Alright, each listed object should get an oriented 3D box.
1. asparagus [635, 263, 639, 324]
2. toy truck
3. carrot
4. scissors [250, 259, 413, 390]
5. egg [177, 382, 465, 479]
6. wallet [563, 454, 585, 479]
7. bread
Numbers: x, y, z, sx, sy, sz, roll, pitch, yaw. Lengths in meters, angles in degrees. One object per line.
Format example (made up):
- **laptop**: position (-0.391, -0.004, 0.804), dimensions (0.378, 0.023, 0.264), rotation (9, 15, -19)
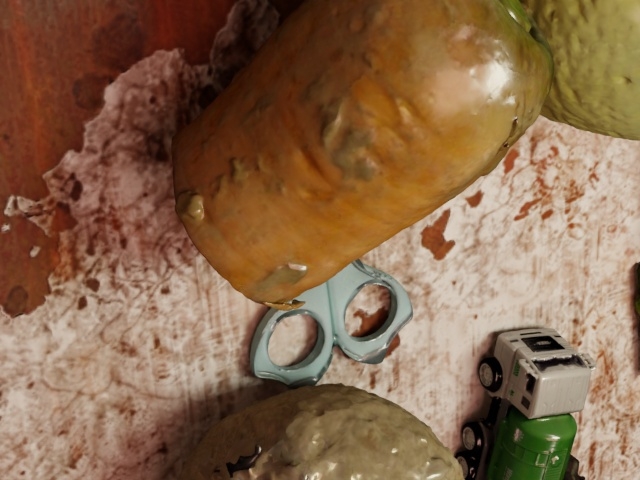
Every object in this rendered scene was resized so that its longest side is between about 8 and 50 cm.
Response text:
- **asparagus**: position (0.408, 0.101, 1.727), dimensions (0.045, 0.041, 0.178), rotation (-17, 125, -9)
- **toy truck**: position (0.240, 0.230, 1.657), dimensions (0.101, 0.125, 0.243), rotation (-3, 117, -26)
- **carrot**: position (0.034, -0.112, 1.256), dimensions (0.340, 0.224, 0.224), rotation (-35, 131, 22)
- **scissors**: position (0.001, 0.001, 1.455), dimensions (0.191, 0.029, 0.360), rotation (-18, 126, -16)
- **egg**: position (-0.003, 0.277, 1.471), dimensions (0.310, 0.279, 0.279), rotation (-5, 127, 16)
- **wallet**: position (0.273, 0.390, 1.745), dimensions (0.049, 0.182, 0.229), rotation (20, 108, 0)
- **bread**: position (0.303, -0.252, 1.352), dimensions (0.320, 0.237, 0.321), rotation (-34, 140, -35)
